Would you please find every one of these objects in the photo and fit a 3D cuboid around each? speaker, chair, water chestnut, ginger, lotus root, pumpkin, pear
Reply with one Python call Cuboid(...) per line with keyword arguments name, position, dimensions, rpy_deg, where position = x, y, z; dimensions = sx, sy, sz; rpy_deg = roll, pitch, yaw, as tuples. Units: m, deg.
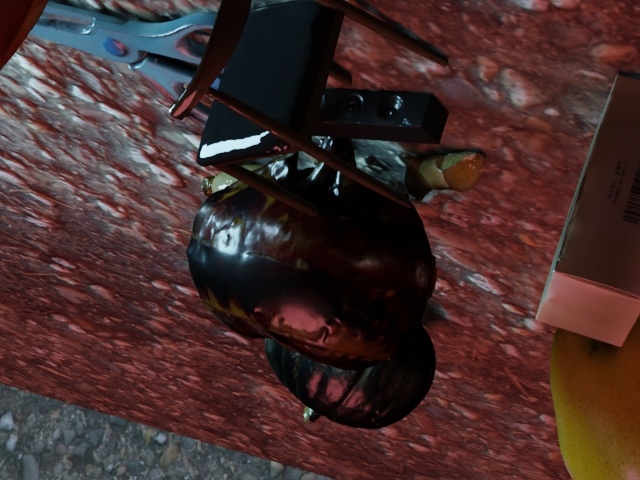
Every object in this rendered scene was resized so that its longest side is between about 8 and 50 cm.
Cuboid(name="speaker", position=(0.042, -0.134, 1.915), dimensions=(0.191, 0.040, 0.046), rpy_deg=(6, 160, 34))
Cuboid(name="chair", position=(-0.040, -0.153, 1.725), dimensions=(0.272, 0.188, 0.166), rpy_deg=(28, 159, -36))
Cuboid(name="water chestnut", position=(0.000, 0.000, 2.050), dimensions=(0.300, 0.300, 0.300), rpy_deg=(17, 162, 6))
Cuboid(name="ginger", position=(0.132, -0.073, 2.000), dimensions=(0.057, 0.044, 0.137), rpy_deg=(7, 172, -32))
Cuboid(name="lotus root", position=(-0.075, -0.059, 2.209), dimensions=(0.150, 0.062, 0.073), rpy_deg=(3, 153, 22))
Cuboid(name="pumpkin", position=(0.035, 0.167, 2.535), dimensions=(0.250, 0.216, 0.250), rpy_deg=(31, -167, -8))
Cuboid(name="pear", position=(0.418, 0.223, 2.206), dimensions=(0.336, 0.285, 0.285), rpy_deg=(27, 160, -17))

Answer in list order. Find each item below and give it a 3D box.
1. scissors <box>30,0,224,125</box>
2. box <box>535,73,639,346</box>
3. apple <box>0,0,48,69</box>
Cuboid(name="scissors", position=(-0.210, -0.210, 1.929), dimensions=(0.393, 0.032, 0.180), rpy_deg=(17, 145, 14))
Cuboid(name="box", position=(0.285, -0.027, 1.708), dimensions=(0.095, 0.212, 0.168), rpy_deg=(17, 163, 8))
Cuboid(name="apple", position=(-0.408, -0.248, 1.550), dimensions=(0.364, 0.364, 0.364), rpy_deg=(17, 162, 6))
